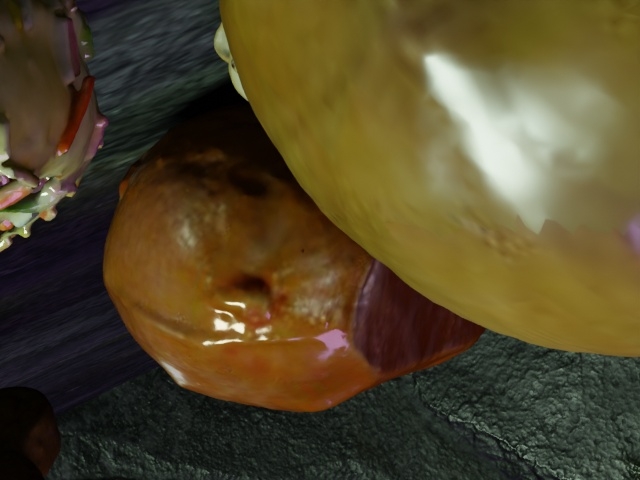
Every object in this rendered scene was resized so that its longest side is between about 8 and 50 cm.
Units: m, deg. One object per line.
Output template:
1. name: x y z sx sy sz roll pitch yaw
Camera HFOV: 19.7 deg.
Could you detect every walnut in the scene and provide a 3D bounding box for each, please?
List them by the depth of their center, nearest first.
1. walnut: 0.115 -0.070 0.446 0.298 0.203 0.203 -12 169 -38

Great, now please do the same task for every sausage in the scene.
1. sausage: -0.001 0.000 0.898 0.141 0.153 0.268 9 -169 23

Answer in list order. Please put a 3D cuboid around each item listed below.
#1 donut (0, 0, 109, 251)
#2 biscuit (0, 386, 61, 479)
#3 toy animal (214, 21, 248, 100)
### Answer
1. donut: -0.137 -0.015 0.527 0.175 0.068 0.174 -24 175 -2
2. biscuit: -0.321 0.201 1.222 0.350 0.070 0.394 -40 -151 -29
3. toy animal: 0.003 -0.076 0.689 0.083 0.060 0.081 -37 169 30
